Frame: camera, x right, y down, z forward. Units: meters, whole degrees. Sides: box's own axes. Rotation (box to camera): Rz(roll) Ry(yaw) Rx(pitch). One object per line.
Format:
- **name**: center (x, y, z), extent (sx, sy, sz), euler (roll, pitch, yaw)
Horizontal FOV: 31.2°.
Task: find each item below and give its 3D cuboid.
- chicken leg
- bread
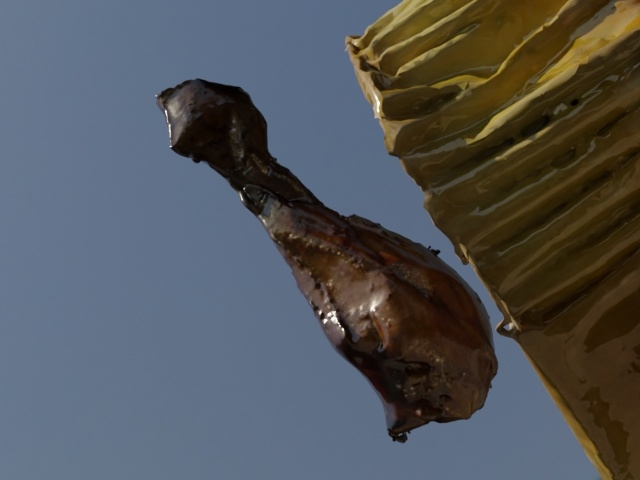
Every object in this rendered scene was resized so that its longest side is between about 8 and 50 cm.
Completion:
- **chicken leg**: center (0.000, 0.000, 0.764), extent (0.093, 0.304, 0.113), euler (-52, -12, 34)
- **bread**: center (0.142, -0.010, 0.505), extent (0.156, 0.204, 0.288), euler (-32, -70, 7)
